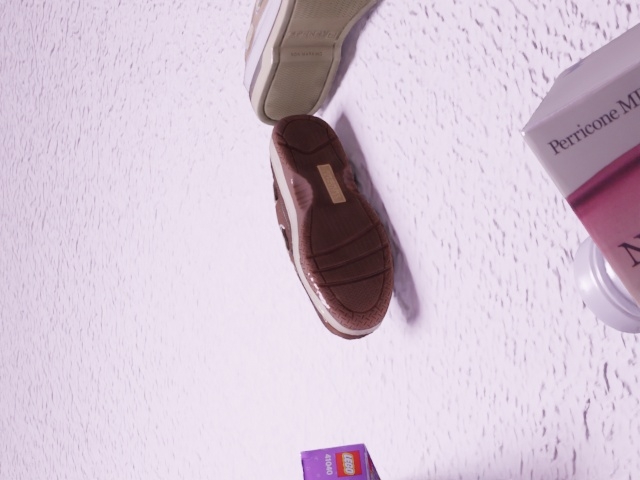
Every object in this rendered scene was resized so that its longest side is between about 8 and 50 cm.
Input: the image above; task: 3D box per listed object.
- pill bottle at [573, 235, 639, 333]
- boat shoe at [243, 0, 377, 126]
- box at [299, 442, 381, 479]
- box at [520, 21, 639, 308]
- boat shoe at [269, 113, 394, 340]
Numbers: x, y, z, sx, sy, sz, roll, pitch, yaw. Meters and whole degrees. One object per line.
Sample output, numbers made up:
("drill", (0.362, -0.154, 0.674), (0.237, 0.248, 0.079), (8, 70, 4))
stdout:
("pill bottle", (0.258, -0.007, 1.109), (0.180, 0.108, 0.108), (-44, 51, 51))
("boat shoe", (-0.009, -0.253, 1.587), (0.302, 0.113, 0.103), (-58, 43, 39))
("box", (0.033, 0.293, 1.386), (0.293, 0.057, 0.201), (71, -168, -75))
("box", (0.247, -0.023, 0.941), (0.148, 0.127, 0.232), (-32, 98, 28))
("boat shoe", (0.008, -0.001, 1.582), (0.095, 0.095, 0.257), (106, 156, -50))
